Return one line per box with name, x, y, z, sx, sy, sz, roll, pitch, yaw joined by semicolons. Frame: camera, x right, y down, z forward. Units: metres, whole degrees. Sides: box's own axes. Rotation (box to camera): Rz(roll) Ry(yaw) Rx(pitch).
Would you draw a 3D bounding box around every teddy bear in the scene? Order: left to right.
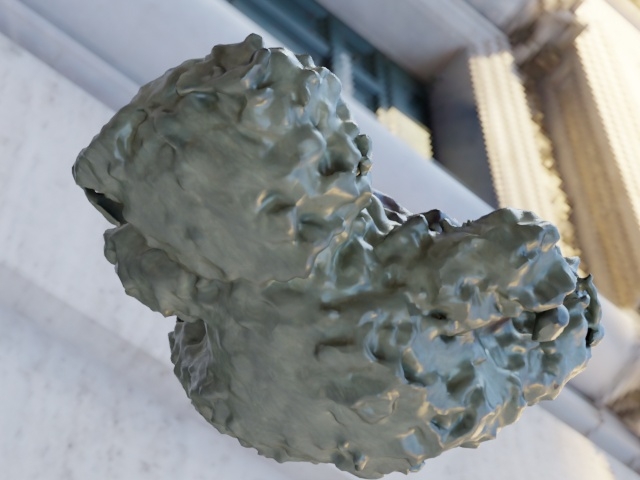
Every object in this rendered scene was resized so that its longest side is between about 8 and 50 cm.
teddy bear;0.000;0.000;1.035;0.357;0.367;0.224;-2;-143;21
